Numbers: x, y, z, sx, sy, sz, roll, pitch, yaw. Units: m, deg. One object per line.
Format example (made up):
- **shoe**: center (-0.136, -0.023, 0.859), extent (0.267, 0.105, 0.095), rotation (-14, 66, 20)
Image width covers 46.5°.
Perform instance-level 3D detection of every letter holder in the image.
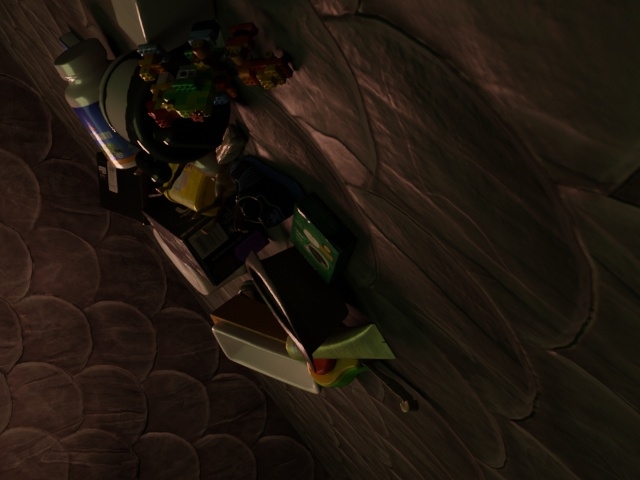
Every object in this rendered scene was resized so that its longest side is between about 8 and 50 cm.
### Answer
- **letter holder**: center (-0.417, -0.149, 1.916), extent (0.302, 0.215, 0.151), rotation (17, 112, 53)

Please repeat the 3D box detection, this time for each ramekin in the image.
- **ramekin**: center (-0.347, 0.023, 2.100), extent (0.277, 0.135, 0.277), rotation (46, 164, 18)

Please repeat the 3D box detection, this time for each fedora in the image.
- **fedora**: center (-0.032, 0.109, 1.437), extent (0.275, 0.124, 0.243), rotation (45, 163, 53)

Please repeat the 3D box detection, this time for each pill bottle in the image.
- **pill bottle**: center (-0.476, -0.310, 1.681), extent (0.152, 0.152, 0.272), rotation (31, 155, 51)

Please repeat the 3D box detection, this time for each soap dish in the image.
- **soap dish**: center (-0.107, 0.252, 1.824), extent (0.291, 0.118, 0.229), rotation (17, 153, 17)

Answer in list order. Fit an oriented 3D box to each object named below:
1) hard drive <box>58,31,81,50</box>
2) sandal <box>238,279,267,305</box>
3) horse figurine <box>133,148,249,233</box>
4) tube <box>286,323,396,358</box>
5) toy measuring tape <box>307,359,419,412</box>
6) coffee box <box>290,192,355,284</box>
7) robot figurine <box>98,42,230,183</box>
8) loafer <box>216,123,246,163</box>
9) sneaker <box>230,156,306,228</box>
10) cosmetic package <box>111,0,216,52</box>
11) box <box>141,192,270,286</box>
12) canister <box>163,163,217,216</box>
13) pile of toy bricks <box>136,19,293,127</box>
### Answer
- **hard drive**: center (-0.565, -0.378, 1.977), extent (0.210, 0.040, 0.318), rotation (42, 162, 30)
- **sandal**: center (-0.143, 0.162, 1.948), extent (0.120, 0.086, 0.302), rotation (4, 152, 3)
- **horse figurine**: center (-0.219, -0.128, 1.415), extent (0.263, 0.174, 0.066), rotation (42, 164, -16)
- **tube**: center (0.037, 0.207, 1.498), extent (0.240, 0.062, 0.070), rotation (-10, 164, 42)
- **toy measuring tape**: center (0.066, 0.290, 1.571), extent (0.330, 0.121, 0.121), rotation (38, 160, 40)
- **coffee box**: center (0.000, 0.000, 1.260), extent (0.113, 0.040, 0.184), rotation (48, 164, 13)
- **robot figurine**: center (-0.260, -0.224, 1.227), extent (0.278, 0.209, 0.173), rotation (31, 167, 50)
- **loafer**: center (-0.163, -0.173, 1.335), extent (0.039, 0.045, 0.125), rotation (67, 158, 4)
- **sneaker**: center (-0.118, -0.083, 1.305), extent (0.232, 0.090, 0.081), rotation (25, 150, 56)
- **cosmetic package**: center (-0.206, -0.341, 0.929), extent (0.085, 0.117, 0.231), rotation (48, 163, 12)
- **box**: center (-0.264, -0.035, 1.682), extent (0.270, 0.165, 0.143), rotation (27, 152, 54)
- **canister**: center (-0.255, -0.124, 1.546), extent (0.073, 0.126, 0.170), rotation (13, -173, -35)
- **pile of toy bricks**: center (-0.153, -0.196, 0.943), extent (0.212, 0.105, 0.118), rotation (-1, 157, 25)
